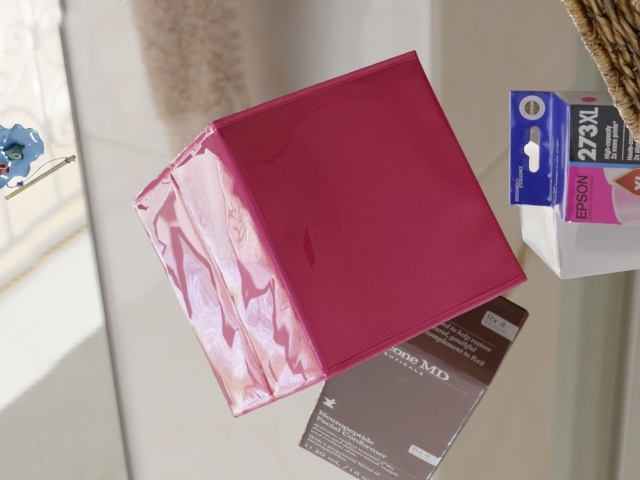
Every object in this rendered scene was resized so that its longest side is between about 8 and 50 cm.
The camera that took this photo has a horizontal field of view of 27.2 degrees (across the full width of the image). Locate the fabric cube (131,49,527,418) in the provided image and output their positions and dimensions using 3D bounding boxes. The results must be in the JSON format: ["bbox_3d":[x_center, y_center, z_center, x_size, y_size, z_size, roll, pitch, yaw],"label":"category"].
[{"bbox_3d":[0.000,0.000,1.344,0.254,0.258,0.259,-24,175,-29],"label":"fabric cube"}]

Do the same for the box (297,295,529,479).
[{"bbox_3d":[0.112,0.187,1.732,0.191,0.381,0.143,29,-127,8],"label":"box"}]

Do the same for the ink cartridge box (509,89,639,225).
[{"bbox_3d":[0.438,-0.110,1.792,0.370,0.176,0.069,4,-155,16],"label":"ink cartridge box"}]

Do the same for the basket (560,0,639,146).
[{"bbox_3d":[0.423,-0.230,1.412,0.223,0.299,0.213,-33,-156,-3],"label":"basket"}]

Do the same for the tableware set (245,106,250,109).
[{"bbox_3d":[-0.020,-0.152,2.038,0.194,0.039,0.128,24,-155,-30],"label":"tableware set"}]

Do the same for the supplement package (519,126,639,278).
[{"bbox_3d":[0.431,-0.076,2.069,0.199,0.198,0.263,-8,-167,-2],"label":"supplement package"}]

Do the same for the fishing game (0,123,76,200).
[{"bbox_3d":[-0.473,-0.102,1.826,0.189,0.264,0.041,-27,-112,16],"label":"fishing game"}]
